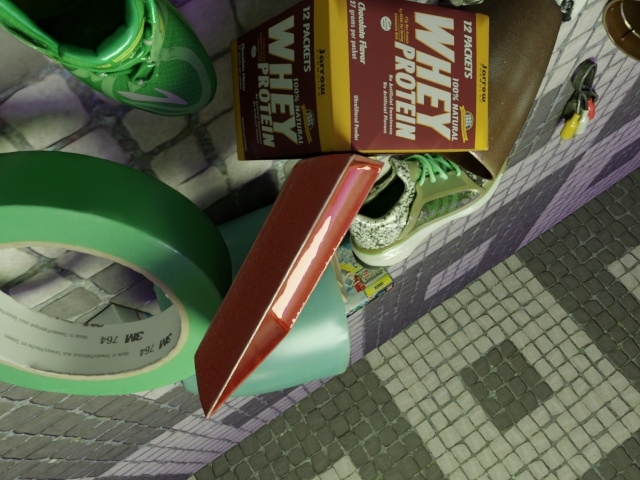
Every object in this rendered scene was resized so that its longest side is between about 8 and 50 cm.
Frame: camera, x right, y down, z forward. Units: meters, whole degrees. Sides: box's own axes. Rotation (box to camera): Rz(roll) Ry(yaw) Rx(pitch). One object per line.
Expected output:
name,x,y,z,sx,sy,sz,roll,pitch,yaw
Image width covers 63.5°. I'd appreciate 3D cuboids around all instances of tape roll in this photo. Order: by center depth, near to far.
tape roll,-0.256,0.056,0.546,0.320,0.077,0.322,-3,137,-3

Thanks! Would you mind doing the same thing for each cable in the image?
cable,0.674,-0.358,1.301,0.139,0.072,0.287,-41,158,-3

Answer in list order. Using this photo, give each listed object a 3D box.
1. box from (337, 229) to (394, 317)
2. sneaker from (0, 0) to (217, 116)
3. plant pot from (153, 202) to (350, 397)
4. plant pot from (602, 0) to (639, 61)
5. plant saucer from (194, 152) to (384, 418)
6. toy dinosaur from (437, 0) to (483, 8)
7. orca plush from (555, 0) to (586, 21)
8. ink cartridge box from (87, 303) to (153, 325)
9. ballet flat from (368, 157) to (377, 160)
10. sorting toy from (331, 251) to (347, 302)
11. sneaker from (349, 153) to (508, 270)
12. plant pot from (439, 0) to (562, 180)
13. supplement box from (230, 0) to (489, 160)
box,0.023,0.096,1.140,0.233,0.159,0.044,-32,156,-8
sneaker,-0.170,-0.159,0.389,0.109,0.124,0.295,-40,159,8
plant pot,-0.122,0.105,0.802,0.234,0.293,0.293,-16,153,-18
plant pot,0.675,-0.461,0.998,0.165,0.167,0.167,-46,157,3
plant saucer,-0.028,0.019,0.538,0.259,0.047,0.258,-60,173,12
toy dinosaur,0.109,-0.294,0.383,0.164,0.219,0.321,-40,-155,-31
orca plush,0.311,-0.408,0.634,0.102,0.151,0.287,-2,157,-1
ink cartridge box,-0.341,0.161,0.879,0.088,0.052,0.122,-37,159,1
ballet flat,0.049,-0.171,0.774,0.077,0.091,0.241,-63,168,-15
sorting toy,0.000,0.000,0.890,0.038,0.193,0.208,-14,160,5
sneaker,0.210,-0.115,1.043,0.410,0.158,0.182,-41,141,-1
plant pot,0.229,-0.241,0.742,0.231,0.215,0.215,-54,155,8
supplement box,0.035,-0.152,0.532,0.191,0.129,0.194,-7,-171,-32
